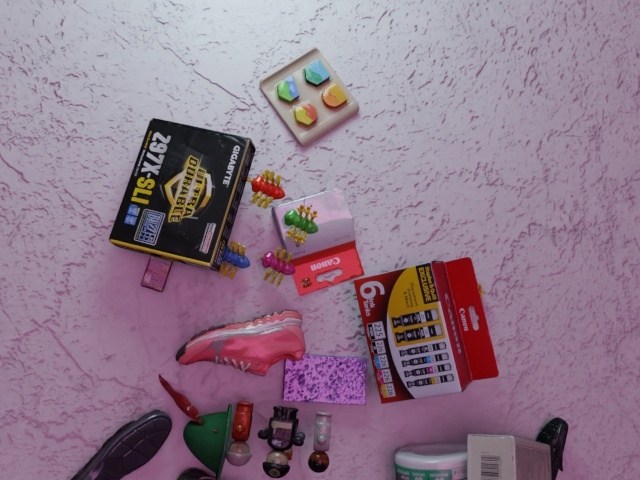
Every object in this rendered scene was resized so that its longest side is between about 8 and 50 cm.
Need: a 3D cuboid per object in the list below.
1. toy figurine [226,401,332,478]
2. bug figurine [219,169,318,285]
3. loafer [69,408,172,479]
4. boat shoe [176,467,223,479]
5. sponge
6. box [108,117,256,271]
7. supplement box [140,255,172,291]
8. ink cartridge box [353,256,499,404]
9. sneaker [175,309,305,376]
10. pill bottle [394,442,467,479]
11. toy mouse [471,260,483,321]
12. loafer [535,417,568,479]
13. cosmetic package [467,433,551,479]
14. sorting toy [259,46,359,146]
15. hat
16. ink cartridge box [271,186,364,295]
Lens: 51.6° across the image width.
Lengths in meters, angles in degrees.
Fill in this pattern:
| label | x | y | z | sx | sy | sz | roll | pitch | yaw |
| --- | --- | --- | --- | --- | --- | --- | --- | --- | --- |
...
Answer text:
| label | x | y | z | sx | sy | sz | roll | pitch | yaw |
| --- | --- | --- | --- | --- | --- | --- | --- | --- | --- |
| toy figurine | -0.089 | 0.455 | 1.512 | 0.210 | 0.213 | 0.148 | 21 | 70 | -44 |
| bug figurine | -0.130 | -0.020 | 1.606 | 0.216 | 0.072 | 0.278 | 29 | 96 | 8 |
| loafer | -0.474 | 0.493 | 1.504 | 0.302 | 0.095 | 0.109 | -46 | 128 | -15 |
| boat shoe | -0.183 | 0.631 | 1.542 | 0.335 | 0.095 | 0.112 | 25 | 79 | -8 |
| sponge | 0.012 | 0.345 | 1.648 | 0.210 | 0.031 | 0.117 | 5 | 82 | -10 |
| box | -0.322 | -0.110 | 1.563 | 0.257 | 0.079 | 0.321 | 13 | 77 | 11 |
| supplement box | -0.392 | 0.077 | 1.591 | 0.055 | 0.043 | 0.083 | 19 | 79 | -9 |
| ink cartridge box | 0.254 | 0.211 | 1.593 | 0.272 | 0.130 | 0.309 | -16 | 84 | 23 |
| sneaker | -0.179 | 0.262 | 1.562 | 0.314 | 0.116 | 0.136 | -13 | 73 | -13 |
| pill bottle | 0.290 | 0.682 | 1.577 | 0.204 | 0.204 | 0.360 | -3 | 84 | -12 |
| toy mouse | 0.358 | 0.123 | 1.743 | 0.143 | 0.031 | 0.160 | 14 | 81 | -10 |
| loafer | 0.594 | 0.571 | 1.722 | 0.078 | 0.076 | 0.223 | 26 | 84 | -13 |
| cosmetic package | 0.453 | 0.551 | 1.569 | 0.113 | 0.309 | 0.160 | -7 | 68 | 31 |
| sorting toy | -0.026 | -0.376 | 1.719 | 0.193 | 0.038 | 0.208 | -35 | 92 | -13 |
| hat | -0.306 | 0.440 | 1.511 | 0.184 | 0.208 | 0.172 | 12 | 100 | -8 |
| ink cartridge box | 0.000 | 0.000 | 1.675 | 0.189 | 0.066 | 0.232 | -18 | 83 | -13 |
